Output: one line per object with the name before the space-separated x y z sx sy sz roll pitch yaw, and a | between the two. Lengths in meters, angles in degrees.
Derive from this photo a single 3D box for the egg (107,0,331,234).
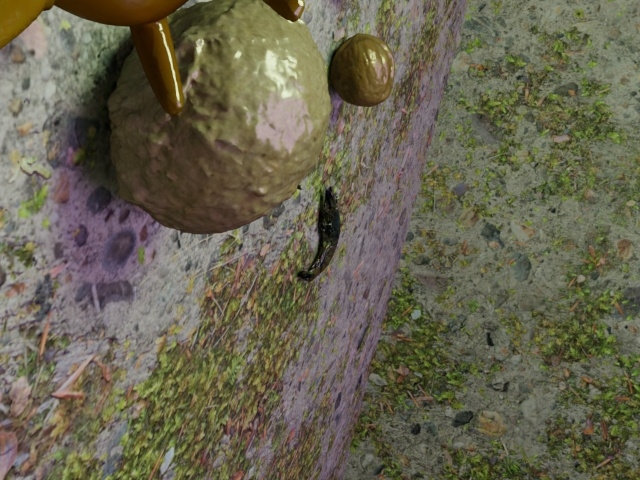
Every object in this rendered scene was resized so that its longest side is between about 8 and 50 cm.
egg | -0.122 -0.155 0.841 0.311 0.279 0.279 -60 162 -3

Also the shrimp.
shrimp | 0.000 0.000 1.713 0.262 0.051 0.198 94 21 -44

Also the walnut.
walnut | 0.095 -0.382 1.514 0.166 0.149 0.167 167 -90 -89

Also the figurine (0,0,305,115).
figurine | -0.205 -0.270 0.452 0.387 0.267 0.402 23 73 -59
